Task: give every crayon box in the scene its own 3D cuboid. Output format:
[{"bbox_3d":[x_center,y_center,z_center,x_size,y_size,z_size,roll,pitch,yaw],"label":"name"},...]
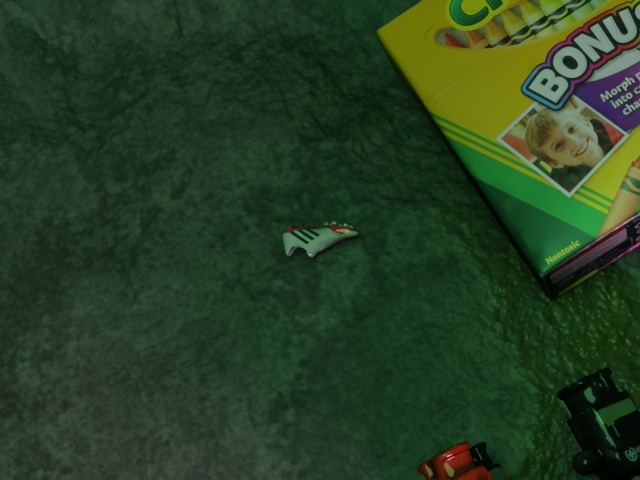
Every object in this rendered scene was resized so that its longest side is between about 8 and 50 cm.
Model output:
[{"bbox_3d":[0.290,-0.173,1.360,0.363,0.106,0.313,-33,68,4],"label":"crayon box"}]

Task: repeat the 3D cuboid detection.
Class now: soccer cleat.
[{"bbox_3d":[0.000,0.000,1.433,0.083,0.029,0.035,-1,82,18],"label":"soccer cleat"}]

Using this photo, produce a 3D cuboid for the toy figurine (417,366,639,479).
[{"bbox_3d":[0.207,0.222,1.212,0.213,0.209,0.148,-29,76,4],"label":"toy figurine"}]
